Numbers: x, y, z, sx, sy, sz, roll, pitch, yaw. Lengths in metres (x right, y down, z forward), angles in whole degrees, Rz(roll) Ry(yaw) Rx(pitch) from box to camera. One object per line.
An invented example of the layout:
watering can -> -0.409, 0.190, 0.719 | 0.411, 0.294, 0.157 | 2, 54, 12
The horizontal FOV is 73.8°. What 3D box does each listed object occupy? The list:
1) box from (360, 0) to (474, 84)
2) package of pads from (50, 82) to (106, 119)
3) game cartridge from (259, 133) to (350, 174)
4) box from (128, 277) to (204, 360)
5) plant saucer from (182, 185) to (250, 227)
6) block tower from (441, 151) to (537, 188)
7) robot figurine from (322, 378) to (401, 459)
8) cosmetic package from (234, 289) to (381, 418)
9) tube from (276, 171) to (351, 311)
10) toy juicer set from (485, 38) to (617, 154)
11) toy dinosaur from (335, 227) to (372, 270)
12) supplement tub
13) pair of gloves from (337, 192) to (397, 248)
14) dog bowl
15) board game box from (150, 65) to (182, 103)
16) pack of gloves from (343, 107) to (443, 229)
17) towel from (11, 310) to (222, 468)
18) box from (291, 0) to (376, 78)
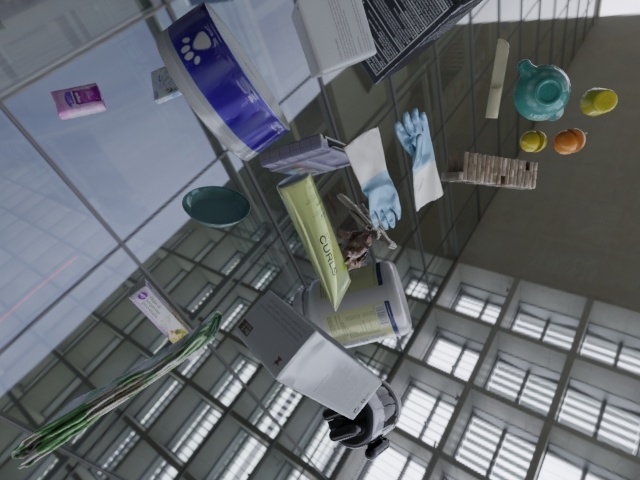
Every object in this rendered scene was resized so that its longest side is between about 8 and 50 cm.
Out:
box -> 0.169, -0.566, 0.926 | 0.182, 0.296, 0.294 | -39, -171, -28
package of pads -> -0.449, -0.258, 0.794 | 0.083, 0.050, 0.032 | -20, 176, -20
game cartridge -> -0.021, -0.276, 1.445 | 0.230, 0.068, 0.355 | -16, 176, 26
box -> -0.499, 0.266, 1.399 | 0.063, 0.324, 0.067 | -36, -151, -10
plant saucer -> -0.186, -0.057, 0.766 | 0.119, 0.021, 0.119 | 9, -142, -7
block tower -> 0.568, -0.228, 1.413 | 0.335, 0.097, 0.091 | 1, -175, -21
robot figurine -> 0.126, 0.516, 1.283 | 0.173, 0.278, 0.209 | 13, -86, 38
cosmetic package -> -0.010, 0.177, 0.644 | 0.085, 0.231, 0.117 | -49, -133, -9
tube -> 0.000, 0.000, 0.742 | 0.070, 0.240, 0.062 | -29, -157, -16
toy juicer set -> 0.543, -0.339, 1.083 | 0.328, 0.209, 0.089 | 25, -162, 1
toy dinosaur -> 0.125, 0.019, 1.503 | 0.200, 0.295, 0.127 | -7, -104, -26
supplement tub -> 0.100, 0.211, 1.338 | 0.324, 0.236, 0.236 | -16, -138, 13
pair of gloves -> 0.172, -0.070, 1.478 | 0.042, 0.240, 0.204 | -44, -123, 13
dog bowl -> -0.170, -0.287, 0.789 | 0.104, 0.265, 0.265 | -32, -139, 9
board game box -> -0.396, -0.413, 1.112 | 0.089, 0.020, 0.090 | -16, -105, 12
pack of gloves -> 0.169, -0.135, 0.872 | 0.195, 0.232, 0.046 | -34, -145, -13
towel -> -0.321, 0.230, 0.740 | 0.324, 0.038, 0.248 | -34, -177, -10
box -> 0.017, -0.303, 0.625 | 0.087, 0.101, 0.102 | -22, -163, -4
